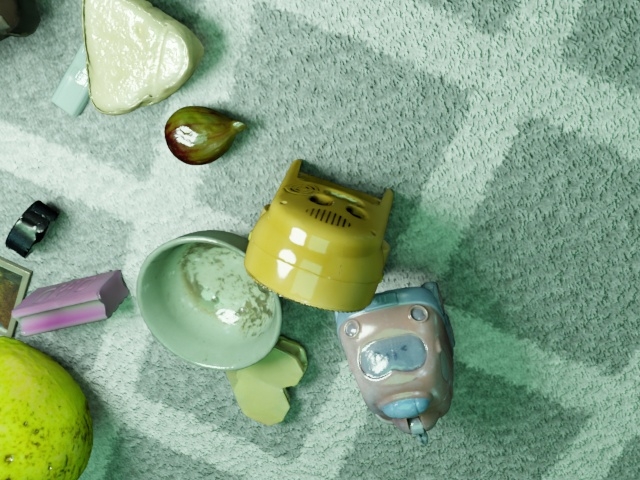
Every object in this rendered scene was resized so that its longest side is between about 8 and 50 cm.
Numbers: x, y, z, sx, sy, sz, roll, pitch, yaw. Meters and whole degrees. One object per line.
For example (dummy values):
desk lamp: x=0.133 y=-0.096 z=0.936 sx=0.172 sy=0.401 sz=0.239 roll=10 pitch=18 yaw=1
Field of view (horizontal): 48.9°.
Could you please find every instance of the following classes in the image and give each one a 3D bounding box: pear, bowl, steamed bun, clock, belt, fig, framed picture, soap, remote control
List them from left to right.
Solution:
framed picture: x=-0.757 y=0.089 z=1.514 sx=0.249 sy=0.016 sz=0.184 roll=26 pitch=113 yaw=-2
pear: x=-0.674 y=0.384 z=1.444 sx=0.390 sy=0.391 sz=0.392 roll=3 pitch=112 yaw=7
belt: x=-0.572 y=-0.023 z=1.390 sx=0.058 sy=0.105 sz=0.140 roll=37 pitch=138 yaw=-11
soap: x=-0.507 y=0.127 z=1.435 sx=0.203 sy=0.122 sz=0.066 roll=-12 pitch=110 yaw=12
remote control: x=-0.438 y=-0.307 z=1.299 sx=0.061 sy=0.029 sz=0.162 roll=35 pitch=112 yaw=-8
steamed bun: x=-0.302 y=-0.327 z=1.230 sx=0.212 sy=0.110 sz=0.231 roll=14 pitch=119 yaw=11
fig: x=-0.204 y=-0.196 z=1.269 sx=0.154 sy=0.103 sz=0.109 roll=-16 pitch=131 yaw=23
bowl: x=-0.193 y=0.093 z=1.354 sx=0.289 sy=0.146 sz=0.290 roll=6 pitch=118 yaw=11
clock: x=0.000 y=0.000 z=1.204 sx=0.244 sy=0.317 sz=0.201 roll=16 pitch=107 yaw=3

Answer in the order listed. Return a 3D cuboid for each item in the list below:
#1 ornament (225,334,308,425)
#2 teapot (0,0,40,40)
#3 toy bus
ornament: x=-0.132 y=0.283 z=1.477 sx=0.180 sy=0.059 sz=0.201 roll=24 pitch=115 yaw=2
teapot: x=-0.665 y=-0.365 z=1.148 sx=0.361 sy=0.376 sz=0.306 roll=-21 pitch=150 yaw=9
toy bus: x=0.151 y=0.227 z=1.283 sx=0.197 sy=0.232 sz=0.294 roll=-13 pitch=146 yaw=10
